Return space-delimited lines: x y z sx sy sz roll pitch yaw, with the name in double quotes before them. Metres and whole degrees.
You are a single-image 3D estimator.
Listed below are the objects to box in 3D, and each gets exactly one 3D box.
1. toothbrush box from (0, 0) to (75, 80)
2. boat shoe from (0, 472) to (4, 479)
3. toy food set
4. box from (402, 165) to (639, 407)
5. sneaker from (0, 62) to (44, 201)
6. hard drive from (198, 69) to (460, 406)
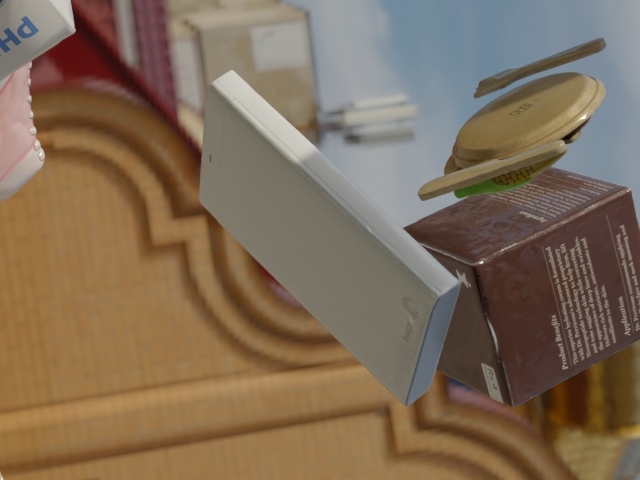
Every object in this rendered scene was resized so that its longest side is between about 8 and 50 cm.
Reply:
"toothbrush box" -0.284 -0.166 0.804 0.295 0.216 0.126 49 15 -35
"boat shoe" -0.242 0.099 0.998 0.302 0.109 0.098 54 -53 18
"toy food set" 0.152 -0.079 1.314 0.038 0.132 0.192 60 32 -20
"box" 0.216 0.041 1.864 0.167 0.203 0.168 24 -46 59
"sneaker" -0.219 -0.089 1.235 0.051 0.070 0.134 12 -101 43
"hard drive" 0.000 0.000 1.706 0.307 0.040 0.203 44 -27 21
